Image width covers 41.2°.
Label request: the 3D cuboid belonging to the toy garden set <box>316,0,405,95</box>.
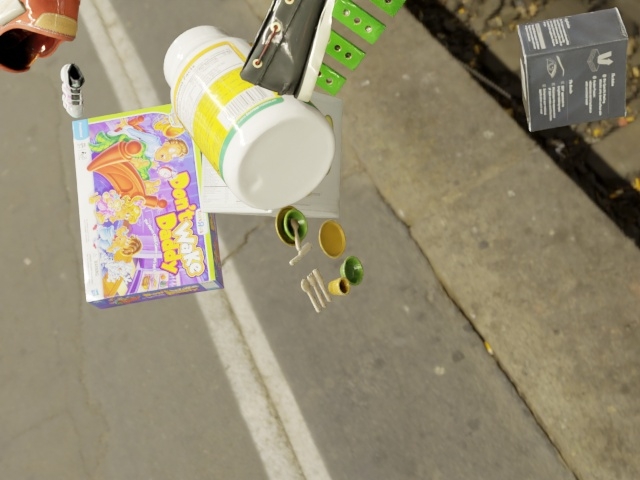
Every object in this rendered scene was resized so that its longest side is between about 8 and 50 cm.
[{"bbox_3d":[0.015,-0.438,1.663,0.244,0.204,0.049,-50,15,30],"label":"toy garden set"}]

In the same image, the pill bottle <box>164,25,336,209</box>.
[{"bbox_3d":[-0.082,-0.134,0.868,0.118,0.117,0.208,-37,51,-3],"label":"pill bottle"}]

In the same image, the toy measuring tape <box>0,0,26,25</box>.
[{"bbox_3d":[-0.448,-0.388,0.934,0.121,0.330,0.121,-31,13,8],"label":"toy measuring tape"}]

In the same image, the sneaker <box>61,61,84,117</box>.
[{"bbox_3d":[-0.446,-0.274,1.542,0.038,0.098,0.069,-15,7,-28],"label":"sneaker"}]

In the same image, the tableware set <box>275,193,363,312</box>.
[{"bbox_3d":[0.000,0.000,1.011,0.024,0.154,0.104,-13,20,42],"label":"tableware set"}]

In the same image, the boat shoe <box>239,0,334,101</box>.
[{"bbox_3d":[-0.007,-0.139,0.433,0.049,0.042,0.133,-115,42,-74],"label":"boat shoe"}]

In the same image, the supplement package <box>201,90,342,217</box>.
[{"bbox_3d":[-0.076,-0.141,1.388,0.149,0.194,0.203,2,91,34],"label":"supplement package"}]

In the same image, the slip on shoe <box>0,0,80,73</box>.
[{"bbox_3d":[-0.445,-0.277,1.173,0.331,0.123,0.101,-11,81,38],"label":"slip on shoe"}]

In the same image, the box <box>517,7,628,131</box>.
[{"bbox_3d":[0.406,-0.273,1.373,0.158,0.156,0.093,-8,46,10],"label":"box"}]

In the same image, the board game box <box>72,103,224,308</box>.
[{"bbox_3d":[-0.316,-0.067,1.557,0.233,0.078,0.347,-10,75,3],"label":"board game box"}]
